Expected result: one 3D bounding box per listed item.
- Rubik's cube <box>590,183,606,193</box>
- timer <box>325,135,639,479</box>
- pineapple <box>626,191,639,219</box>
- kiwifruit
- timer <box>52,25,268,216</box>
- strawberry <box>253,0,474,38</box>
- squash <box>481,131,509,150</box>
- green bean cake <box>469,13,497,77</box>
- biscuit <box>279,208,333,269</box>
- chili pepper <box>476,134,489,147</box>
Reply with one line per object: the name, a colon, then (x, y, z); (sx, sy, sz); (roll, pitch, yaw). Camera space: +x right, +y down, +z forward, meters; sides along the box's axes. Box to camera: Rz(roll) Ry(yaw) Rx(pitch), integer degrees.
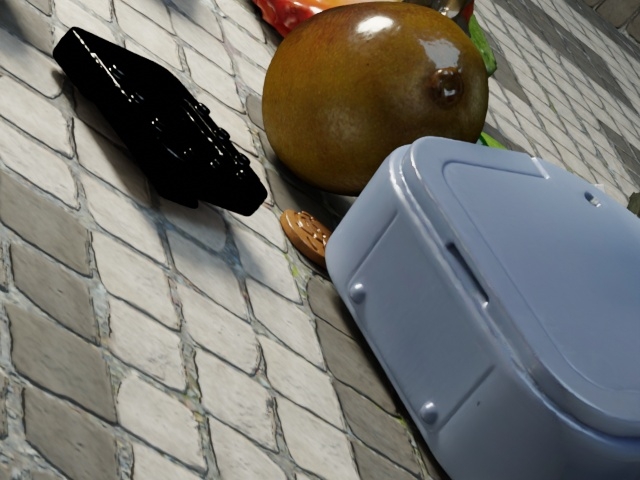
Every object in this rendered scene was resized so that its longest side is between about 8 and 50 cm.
Rubik's cube: (0.331, -0.036, 2.450); (0.075, 0.084, 0.073); (24, 16, -6)
timer: (0.210, 0.094, 1.707); (0.395, 0.173, 0.395); (27, 29, -16)
pineapple: (0.460, 0.025, 2.527); (0.111, 0.119, 0.237); (47, 11, -39)
kiwifruit: (0.055, -0.134, 1.822); (0.196, 0.196, 0.234); (33, -22, -30)
timer: (-0.138, -0.096, 1.618); (0.144, 0.055, 0.187); (22, 24, -53)
strawberry: (0.023, -0.295, 2.242); (0.336, 0.149, 0.265); (36, 56, 28)
squash: (0.233, 0.012, 2.085); (0.107, 0.107, 0.395); (20, 28, -51)
green bean cake: (0.102, -0.291, 2.463); (0.222, 0.125, 0.248); (35, 24, -28)
biscuit: (0.000, 0.000, 1.754); (0.091, 0.015, 0.078); (28, 24, -41)
chili pepper: (0.133, -0.079, 2.052); (0.270, 0.136, 0.099); (57, -2, 31)
